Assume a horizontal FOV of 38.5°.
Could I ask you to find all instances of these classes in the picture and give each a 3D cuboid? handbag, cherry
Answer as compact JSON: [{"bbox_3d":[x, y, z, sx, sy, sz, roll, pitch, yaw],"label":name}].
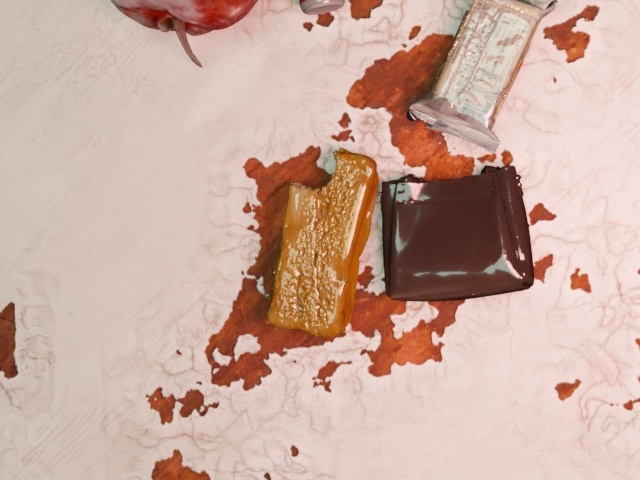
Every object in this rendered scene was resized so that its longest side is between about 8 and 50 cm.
[{"bbox_3d":[0.258,-0.013,1.764,0.286,0.113,0.256,-6,88,21],"label":"handbag"},{"bbox_3d":[-0.266,-0.553,1.769,0.327,0.291,0.334,-20,71,25],"label":"cherry"}]

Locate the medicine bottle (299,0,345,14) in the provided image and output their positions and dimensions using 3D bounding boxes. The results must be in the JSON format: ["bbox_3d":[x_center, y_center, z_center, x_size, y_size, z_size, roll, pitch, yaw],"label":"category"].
[{"bbox_3d":[-0.013,-0.557,1.791,0.091,0.090,0.216,-10,92,14],"label":"medicine bottle"}]

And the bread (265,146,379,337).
[{"bbox_3d":[0.000,0.000,1.831,0.185,0.109,0.380,14,97,17],"label":"bread"}]

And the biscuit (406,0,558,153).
[{"bbox_3d":[0.302,-0.338,1.721,0.186,0.079,0.309,24,97,14],"label":"biscuit"}]
